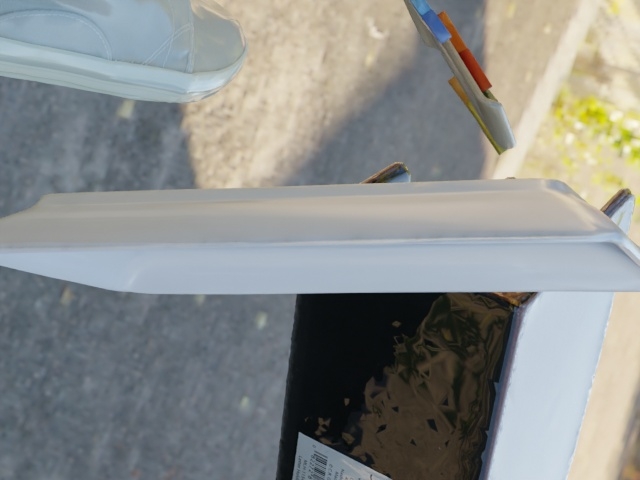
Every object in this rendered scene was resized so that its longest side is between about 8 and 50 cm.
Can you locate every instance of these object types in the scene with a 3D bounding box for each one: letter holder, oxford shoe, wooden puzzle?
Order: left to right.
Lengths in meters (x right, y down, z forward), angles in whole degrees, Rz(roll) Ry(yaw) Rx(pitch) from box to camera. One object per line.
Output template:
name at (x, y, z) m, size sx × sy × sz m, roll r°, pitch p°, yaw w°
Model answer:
oxford shoe at (-0.173, -0.193, 1.039) m, size 0.130 × 0.169 × 0.449 m, roll -62°, pitch 157°, yaw 15°
letter holder at (0.093, 0.100, 0.984) m, size 0.214 × 0.152 × 0.301 m, roll -35°, pitch 140°, yaw -49°
wooden puzzle at (0.068, -0.081, 0.666) m, size 0.014 × 0.078 × 0.116 m, roll -35°, pitch 167°, yaw 4°

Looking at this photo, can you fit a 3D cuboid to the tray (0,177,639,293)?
tray at (0.000, 0.000, 0.577) m, size 0.145 × 0.270 × 0.030 m, roll 20°, pitch 70°, yaw -67°
